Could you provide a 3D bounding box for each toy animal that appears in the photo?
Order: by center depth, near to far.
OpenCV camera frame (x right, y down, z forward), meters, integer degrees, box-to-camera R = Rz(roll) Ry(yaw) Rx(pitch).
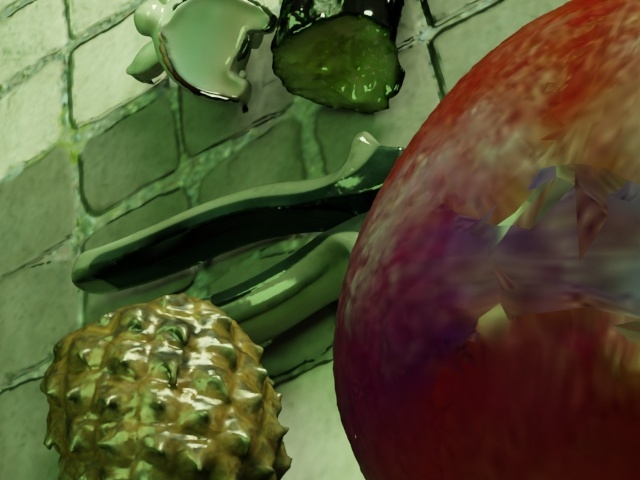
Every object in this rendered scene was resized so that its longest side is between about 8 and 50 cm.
[{"bbox_3d":[-0.071,-0.118,0.766,0.124,0.085,0.071,-120,34,-74],"label":"toy animal"}]

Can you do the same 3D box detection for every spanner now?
[{"bbox_3d":[0.000,0.000,0.657,0.325,0.040,0.096,-19,52,24],"label":"spanner"}]

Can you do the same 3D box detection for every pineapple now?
[{"bbox_3d":[-0.050,0.142,0.566,0.119,0.111,0.237,-56,43,37],"label":"pineapple"}]

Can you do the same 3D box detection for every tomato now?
[{"bbox_3d":[0.138,0.003,0.445,0.335,0.176,0.290,3,68,34],"label":"tomato"}]

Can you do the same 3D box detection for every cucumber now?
[{"bbox_3d":[0.040,-0.218,0.746,0.072,0.081,0.303,-35,36,61],"label":"cucumber"}]
